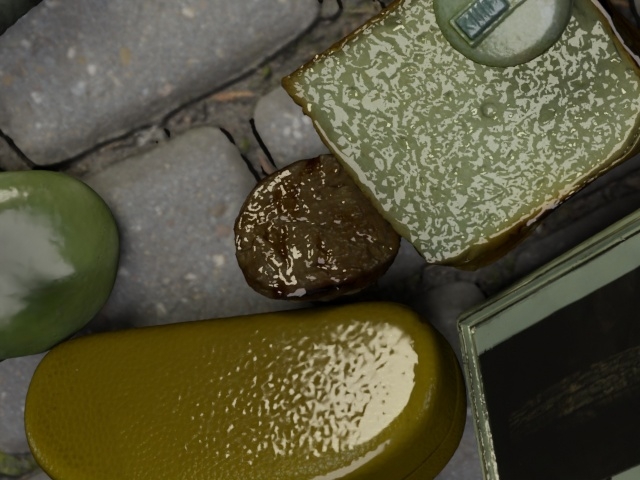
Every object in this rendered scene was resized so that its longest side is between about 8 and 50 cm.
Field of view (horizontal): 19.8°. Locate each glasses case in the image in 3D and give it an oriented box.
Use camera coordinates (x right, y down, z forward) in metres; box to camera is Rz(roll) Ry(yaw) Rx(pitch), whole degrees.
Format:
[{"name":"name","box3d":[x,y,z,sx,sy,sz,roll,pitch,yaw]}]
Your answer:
[{"name":"glasses case","box3d":[-0.060,0.162,1.551,0.371,0.173,0.141,-8,154,17]}]

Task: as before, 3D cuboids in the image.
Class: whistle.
[{"name":"whistle","box3d":[0.166,-0.208,1.336,0.198,0.057,0.104,-41,88,22]}]

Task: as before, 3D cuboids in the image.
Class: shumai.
[{"name":"shumai","box3d":[-0.006,0.001,1.528,0.123,0.139,0.105,59,146,14]}]

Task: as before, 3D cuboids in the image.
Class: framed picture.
[{"name":"framed picture","box3d":[0.210,0.107,1.395,0.018,0.231,0.293,10,150,-35]}]

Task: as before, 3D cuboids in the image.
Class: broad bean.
[{"name":"broad bean","box3d":[-0.278,0.032,1.580,0.169,0.100,0.228,41,112,-15]}]

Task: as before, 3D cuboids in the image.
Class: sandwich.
[{"name":"sandwich","box3d":[0.132,-0.119,1.446,0.251,0.087,0.226,-38,90,22]}]

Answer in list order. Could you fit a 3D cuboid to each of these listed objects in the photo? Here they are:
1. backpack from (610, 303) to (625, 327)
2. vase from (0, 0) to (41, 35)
[{"name":"backpack","box3d":[0.347,0.143,1.455,0.353,0.201,0.378,25,108,16]},{"name":"vase","box3d":[-0.297,-0.174,1.495,0.237,0.115,0.115,-36,103,18]}]
